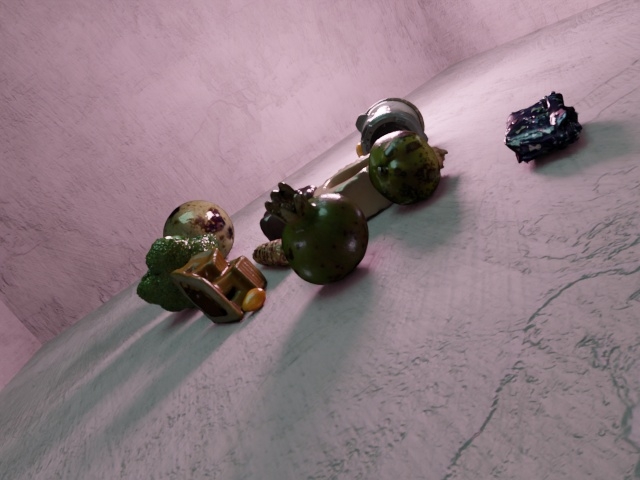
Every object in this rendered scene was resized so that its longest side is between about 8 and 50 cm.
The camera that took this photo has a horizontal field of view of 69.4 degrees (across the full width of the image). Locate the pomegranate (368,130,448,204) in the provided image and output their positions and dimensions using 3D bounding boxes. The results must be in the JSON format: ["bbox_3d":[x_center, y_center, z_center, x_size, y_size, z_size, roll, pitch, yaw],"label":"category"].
[{"bbox_3d":[0.282,-0.228,1.386,0.276,0.222,0.204,-17,-3,-7],"label":"pomegranate"}]

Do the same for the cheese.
[{"bbox_3d":[0.150,-0.186,1.622,0.332,0.153,0.292,-31,15,15],"label":"cheese"}]

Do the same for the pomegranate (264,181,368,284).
[{"bbox_3d":[-0.017,-0.008,1.181,0.242,0.243,0.305,-20,-20,41],"label":"pomegranate"}]

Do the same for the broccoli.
[{"bbox_3d":[-0.546,0.117,1.838,0.413,0.320,0.310,99,174,-59],"label":"broccoli"}]

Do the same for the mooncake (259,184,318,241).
[{"bbox_3d":[-0.100,-0.099,1.875,0.306,0.154,0.306,-34,15,11],"label":"mooncake"}]

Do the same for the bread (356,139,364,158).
[{"bbox_3d":[0.307,-0.448,2.082,0.311,0.173,0.121,-38,44,-2],"label":"bread"}]

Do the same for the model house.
[{"bbox_3d":[-0.308,0.124,1.506,0.239,0.268,0.173,-45,-1,-40],"label":"model house"}]

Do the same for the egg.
[{"bbox_3d":[-0.605,-0.028,2.315,0.345,0.345,0.428,-36,10,-9],"label":"egg"}]

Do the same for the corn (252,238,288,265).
[{"bbox_3d":[-0.169,0.048,1.671,0.098,0.098,0.289,-42,14,-27],"label":"corn"}]

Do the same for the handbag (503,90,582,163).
[{"bbox_3d":[0.561,-0.287,1.168,0.161,0.113,0.260,-29,16,34],"label":"handbag"}]

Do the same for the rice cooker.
[{"bbox_3d":[0.287,-0.426,1.867,0.317,0.316,0.265,-62,-11,-60],"label":"rice cooker"}]

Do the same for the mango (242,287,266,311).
[{"bbox_3d":[-0.202,0.182,1.397,0.089,0.060,0.046,-45,-22,-29],"label":"mango"}]
